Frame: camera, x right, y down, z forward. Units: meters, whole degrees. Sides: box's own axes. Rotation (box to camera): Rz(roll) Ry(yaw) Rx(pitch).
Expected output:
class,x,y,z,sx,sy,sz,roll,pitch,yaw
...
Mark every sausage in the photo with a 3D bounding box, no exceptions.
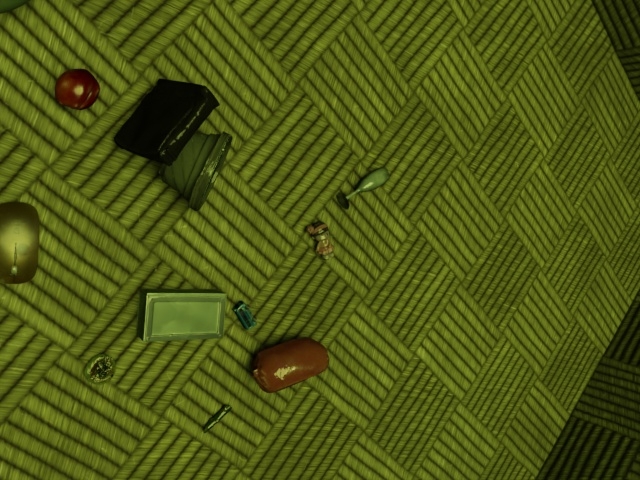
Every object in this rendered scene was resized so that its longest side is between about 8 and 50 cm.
class,x,y,z,sx,sy,sz,roll,pitch,yaw
sausage,-0.097,0.376,1.793,0.254,0.148,0.148,-16,104,-35

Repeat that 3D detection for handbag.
class,x,y,z,sx,sy,sz,roll,pitch,yaw
handbag,-0.386,-0.296,1.477,0.223,0.246,0.080,-58,138,-13

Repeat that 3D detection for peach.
class,x,y,z,sx,sy,sz,roll,pitch,yaw
peach,-0.589,-0.369,1.424,0.100,0.100,0.101,-4,98,-32

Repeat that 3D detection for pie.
class,x,y,z,sx,sy,sz,roll,pitch,yaw
pie,-0.579,0.341,1.551,0.084,0.021,0.084,-4,98,-31

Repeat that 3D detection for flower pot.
class,x,y,z,sx,sy,sz,roll,pitch,yaw
flower pot,-0.336,-0.201,1.551,0.140,0.235,0.236,22,83,-10

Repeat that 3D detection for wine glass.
class,x,y,z,sx,sy,sz,roll,pitch,yaw
wine glass,0.145,-0.175,1.928,0.198,0.066,0.066,-33,112,-26

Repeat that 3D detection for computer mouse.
class,x,y,z,sx,sy,sz,roll,pitch,yaw
computer mouse,-0.730,0.007,1.405,0.102,0.045,0.199,4,93,-30

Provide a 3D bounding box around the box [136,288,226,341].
class,x,y,z,sx,sy,sz,roll,pitch,yaw
box,-0.382,0.203,1.623,0.225,0.086,0.130,3,94,-32

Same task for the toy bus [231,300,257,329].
class,x,y,z,sx,sy,sz,roll,pitch,yaw
toy bus,-0.226,0.223,1.752,0.046,0.038,0.083,-35,112,-21

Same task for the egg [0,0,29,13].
class,x,y,z,sx,sy,sz,roll,pitch,yaw
egg,-0.705,-0.599,1.258,0.282,0.203,0.203,-38,114,-26

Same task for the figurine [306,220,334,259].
class,x,y,z,sx,sy,sz,roll,pitch,yaw
figurine,0.000,0.000,1.866,0.072,0.054,0.129,-23,115,-13

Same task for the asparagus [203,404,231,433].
class,x,y,z,sx,sy,sz,roll,pitch,yaw
asparagus,-0.309,0.529,1.743,0.108,0.021,0.025,-42,111,-21
